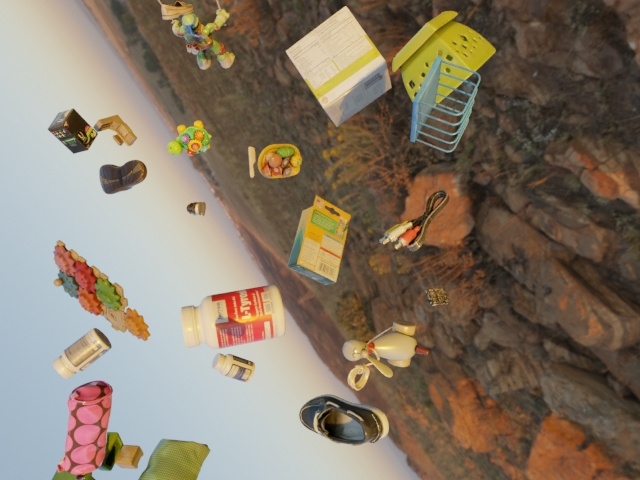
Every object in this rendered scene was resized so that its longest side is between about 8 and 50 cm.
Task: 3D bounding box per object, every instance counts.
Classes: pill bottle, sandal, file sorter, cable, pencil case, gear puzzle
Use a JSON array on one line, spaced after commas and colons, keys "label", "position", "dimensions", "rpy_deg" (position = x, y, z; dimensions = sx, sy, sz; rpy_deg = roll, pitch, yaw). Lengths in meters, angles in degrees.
[{"label": "pill bottle", "position": [-0.365, 0.328, 2.030], "dimensions": [0.229, 0.408, 0.228], "rpy_deg": [171, 90, -77]}, {"label": "sandal", "position": [-0.554, -0.182, 1.372], "dimensions": [0.060, 0.220, 0.089], "rpy_deg": [-3, -96, -56]}, {"label": "file sorter", "position": [0.270, -0.288, 1.052], "dimensions": [0.105, 0.118, 0.170], "rpy_deg": [25, 168, 15]}, {"label": "cable", "position": [0.325, -0.069, 1.567], "dimensions": [0.072, 0.287, 0.139], "rpy_deg": [49, 171, -29]}, {"label": "pill bottle", "position": [-0.662, 0.315, 1.344], "dimensions": [0.078, 0.137, 0.078], "rpy_deg": [48, 167, 14]}, {"label": "pill bottle", "position": [-0.266, 0.386, 1.475], "dimensions": [0.120, 0.067, 0.067], "rpy_deg": [27, -175, -25]}, {"label": "pencil case", "position": [-0.528, 0.421, 1.084], "dimensions": [0.095, 0.098, 0.209], "rpy_deg": [32, 113, 54]}, {"label": "gear puzzle", "position": [-0.533, 0.147, 1.162], "dimensions": [0.339, 0.044, 0.175], "rpy_deg": [30, 131, 20]}]

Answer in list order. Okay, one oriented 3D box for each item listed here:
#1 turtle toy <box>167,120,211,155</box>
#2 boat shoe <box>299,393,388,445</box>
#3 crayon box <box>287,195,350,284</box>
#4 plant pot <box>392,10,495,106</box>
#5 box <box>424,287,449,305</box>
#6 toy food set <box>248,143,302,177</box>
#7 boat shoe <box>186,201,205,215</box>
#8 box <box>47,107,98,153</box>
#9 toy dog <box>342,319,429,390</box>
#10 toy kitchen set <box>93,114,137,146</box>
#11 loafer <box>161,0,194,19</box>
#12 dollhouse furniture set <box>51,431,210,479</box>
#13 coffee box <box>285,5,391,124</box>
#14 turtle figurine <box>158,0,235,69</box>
[{"label": "turtle toy", "position": [-0.380, -0.285, 1.404], "dimensions": [0.095, 0.130, 0.066], "rpy_deg": [78, 174, -47]}, {"label": "boat shoe", "position": [0.037, 0.481, 1.296], "dimensions": [0.303, 0.091, 0.114], "rpy_deg": [-17, 79, 43]}, {"label": "crayon box", "position": [0.000, 0.000, 2.039], "dimensions": [0.203, 0.322, 0.083], "rpy_deg": [28, 153, -28]}, {"label": "plant pot", "position": [0.375, -0.573, 1.530], "dimensions": [0.207, 0.228, 0.227], "rpy_deg": [48, 140, -5]}, {"label": "box", "position": [0.451, 0.217, 1.865], "dimensions": [0.018, 0.084, 0.067], "rpy_deg": [-56, 44, 47]}, {"label": "toy food set", "position": [-0.148, -0.275, 1.732], "dimensions": [0.071, 0.218, 0.128], "rpy_deg": [35, 126, 45]}, {"label": "boat shoe", "position": [-0.384, -0.098, 1.501], "dimensions": [0.125, 0.038, 0.046], "rpy_deg": [-98, 12, -84]}, {"label": "box", "position": [-0.587, -0.259, 1.148], "dimensions": [0.083, 0.052, 0.062], "rpy_deg": [57, -146, -46]}, {"label": "toy dog", "position": [0.246, 0.384, 1.674], "dimensions": [0.161, 0.334, 0.219], "rpy_deg": [8, 115, 48]}, {"label": "toy kitchen set", "position": [-0.571, -0.287, 1.330], "dimensions": [0.083, 0.068, 0.075], "rpy_deg": [50, -147, -6]}, {"label": "loafer", "position": [-0.398, -0.650, 1.351], "dimensions": [0.045, 0.125, 0.039], "rpy_deg": [10, 128, 21]}, {"label": "dollhouse furniture set", "position": [-0.466, 0.565, 1.217], "dimensions": [0.197, 0.302, 0.151], "rpy_deg": [-75, -22, -50]}, {"label": "coffee box", "position": [0.094, -0.803, 2.277], "dimensions": [0.334, 0.338, 0.338], "rpy_deg": [57, -172, 8]}, {"label": "turtle figurine", "position": [-0.410, -0.748, 1.700], "dimensions": [0.274, 0.198, 0.266], "rpy_deg": [58, 178, 20]}]
